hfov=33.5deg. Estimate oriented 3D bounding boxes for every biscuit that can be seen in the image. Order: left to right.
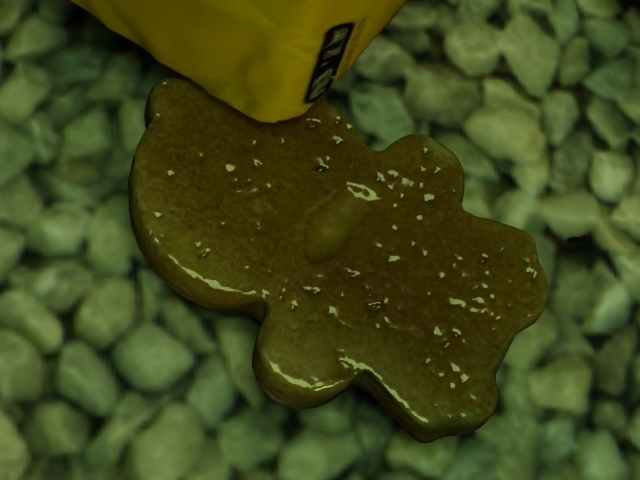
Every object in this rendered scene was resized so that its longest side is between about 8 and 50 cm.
[{"bbox_3d":[0.000,0.000,0.524,0.225,0.036,0.166,30,63,3],"label":"biscuit"}]

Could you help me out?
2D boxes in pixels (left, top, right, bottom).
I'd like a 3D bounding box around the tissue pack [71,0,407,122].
[{"bbox_3d":[0.012,-0.283,0.437,0.228,0.382,0.293,33,61,7],"label":"tissue pack"}]
